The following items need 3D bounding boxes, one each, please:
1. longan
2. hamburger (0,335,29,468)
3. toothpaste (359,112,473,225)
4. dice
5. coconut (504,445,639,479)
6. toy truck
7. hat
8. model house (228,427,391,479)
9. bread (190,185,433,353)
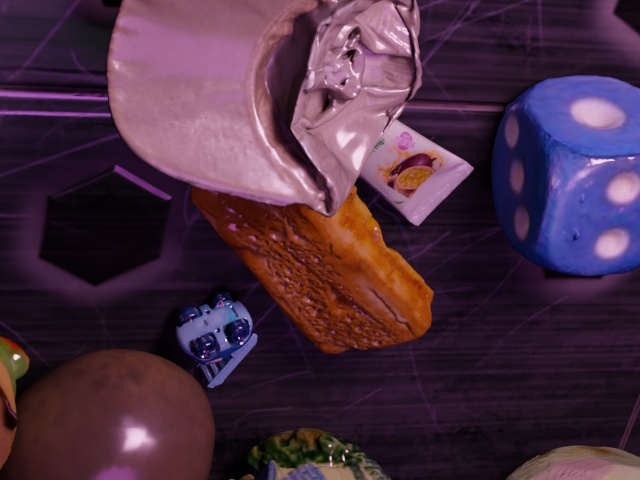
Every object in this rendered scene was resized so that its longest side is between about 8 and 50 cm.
[{"bbox_3d":[-0.201,0.200,1.543,0.220,0.196,0.196,-33,130,20],"label":"longan"},{"bbox_3d":[-0.367,0.126,1.453,0.237,0.149,0.237,-5,124,-7],"label":"hamburger"},{"bbox_3d":[0.013,-0.108,1.496,0.058,0.056,0.314,-9,148,45],"label":"toothpaste"},{"bbox_3d":[0.246,-0.059,1.556,0.143,0.146,0.146,-2,125,-17],"label":"dice"},{"bbox_3d":[0.298,0.352,1.785,0.328,0.281,0.328,-22,158,-10],"label":"coconut"},{"bbox_3d":[-0.098,0.098,1.600,0.073,0.056,0.090,-22,142,-12],"label":"toy truck"},{"bbox_3d":[-0.039,-0.150,1.372,0.245,0.149,0.214,17,109,2],"label":"hat"},{"bbox_3d":[-0.060,0.279,1.615,0.189,0.195,0.214,6,131,-52],"label":"model house"},{"bbox_3d":[-0.001,0.001,1.528,0.139,0.077,0.271,-15,134,29],"label":"bread"}]
